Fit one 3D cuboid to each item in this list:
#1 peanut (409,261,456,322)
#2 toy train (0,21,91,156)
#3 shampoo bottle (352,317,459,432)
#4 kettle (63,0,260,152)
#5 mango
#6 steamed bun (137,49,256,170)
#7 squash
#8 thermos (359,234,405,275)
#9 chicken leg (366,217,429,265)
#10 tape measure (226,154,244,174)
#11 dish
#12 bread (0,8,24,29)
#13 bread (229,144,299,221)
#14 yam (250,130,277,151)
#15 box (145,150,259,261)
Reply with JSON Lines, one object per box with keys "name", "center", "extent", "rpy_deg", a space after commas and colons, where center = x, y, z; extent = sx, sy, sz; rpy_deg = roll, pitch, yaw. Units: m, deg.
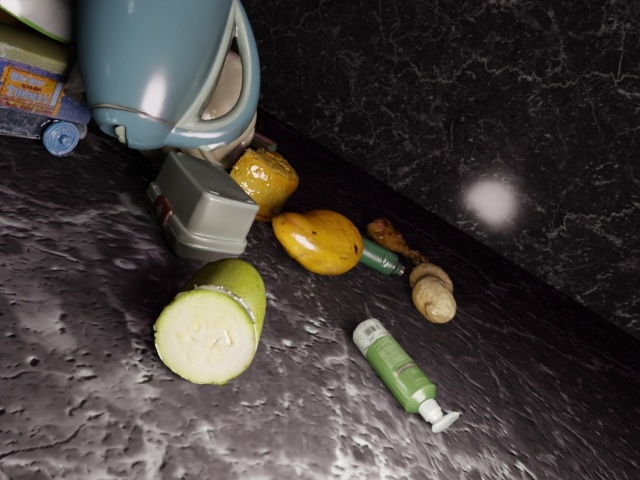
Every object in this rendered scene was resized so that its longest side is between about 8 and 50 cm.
{"name": "peanut", "center": [0.292, 0.131, 1.083], "extent": [0.117, 0.101, 0.263], "rpy_deg": [12, 16, 8]}
{"name": "toy train", "center": [-0.526, -0.262, 0.708], "extent": [0.131, 0.202, 0.299], "rpy_deg": [36, 17, 13]}
{"name": "shampoo bottle", "center": [0.131, 0.214, 0.667], "extent": [0.065, 0.065, 0.204], "rpy_deg": [14, 23, -40]}
{"name": "kettle", "center": [-0.261, -0.323, 0.736], "extent": [0.319, 0.342, 0.247], "rpy_deg": [9, -5, -18]}
{"name": "mango", "center": [-0.003, 0.005, 0.945], "extent": [0.177, 0.120, 0.295], "rpy_deg": [46, 24, 22]}
{"name": "steamed bun", "center": [-0.338, -0.302, 0.991], "extent": [0.367, 0.255, 0.342], "rpy_deg": [16, -31, 21]}
{"name": "squash", "center": [-0.129, 0.082, 0.541], "extent": [0.123, 0.123, 0.187], "rpy_deg": [27, 15, -10]}
{"name": "thermos", "center": [0.145, 0.046, 1.151], "extent": [0.187, 0.083, 0.073], "rpy_deg": [28, 39, -10]}
{"name": "chicken leg", "center": [0.261, 0.013, 1.410], "extent": [0.251, 0.087, 0.107], "rpy_deg": [35, 35, -5]}
{"name": "tape measure", "center": [-0.262, -0.236, 1.261], "extent": [0.118, 0.074, 0.125], "rpy_deg": [37, 17, 25]}
{"name": "dish", "center": [-0.531, -0.512, 0.728], "extent": [0.324, 0.124, 0.324], "rpy_deg": [44, 12, -12]}
{"name": "bread", "center": [-0.765, -0.423, 0.813], "extent": [0.424, 0.329, 0.245], "rpy_deg": [48, -16, 46]}
{"name": "bread", "center": [-0.137, -0.132, 1.050], "extent": [0.147, 0.160, 0.260], "rpy_deg": [38, 12, 5]}
{"name": "yam", "center": [-0.262, -0.427, 1.803], "extent": [0.146, 0.070, 0.070], "rpy_deg": [27, 18, -7]}
{"name": "box", "center": [-0.219, -0.062, 0.763], "extent": [0.148, 0.129, 0.210], "rpy_deg": [11, 24, -47]}
